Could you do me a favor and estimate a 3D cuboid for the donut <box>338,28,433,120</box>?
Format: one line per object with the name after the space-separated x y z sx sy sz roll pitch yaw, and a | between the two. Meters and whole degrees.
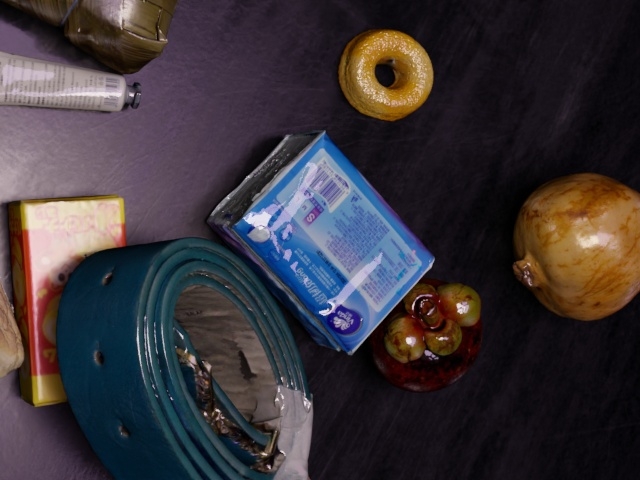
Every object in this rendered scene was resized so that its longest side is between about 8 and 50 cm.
0.105 -0.253 2.029 0.152 0.058 0.151 0 91 -23 | donut

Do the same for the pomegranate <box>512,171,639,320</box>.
0.405 0.009 2.080 0.248 0.248 0.248 -1 91 -25 | pomegranate

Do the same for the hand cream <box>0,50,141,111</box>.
-0.362 -0.211 1.821 0.234 0.050 0.080 6 89 -20 | hand cream

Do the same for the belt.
-0.166 0.190 1.783 0.436 0.173 0.300 63 38 -33 | belt

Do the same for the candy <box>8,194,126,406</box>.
-0.338 0.078 1.812 0.146 0.088 0.276 -6 93 -26 | candy

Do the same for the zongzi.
-0.320 -0.405 1.794 0.300 0.138 0.286 19 79 -15 | zongzi

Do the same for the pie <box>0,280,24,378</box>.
-0.435 0.081 1.719 0.052 0.218 0.185 -27 142 7 | pie

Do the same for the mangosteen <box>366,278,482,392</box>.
0.158 0.133 1.987 0.200 0.200 0.199 -1 91 -25 | mangosteen

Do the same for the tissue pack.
0.000 0.000 1.935 0.198 0.146 0.263 -47 110 -15 | tissue pack

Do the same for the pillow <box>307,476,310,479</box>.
-0.100 0.412 1.961 0.135 0.034 0.211 30 77 -21 | pillow
